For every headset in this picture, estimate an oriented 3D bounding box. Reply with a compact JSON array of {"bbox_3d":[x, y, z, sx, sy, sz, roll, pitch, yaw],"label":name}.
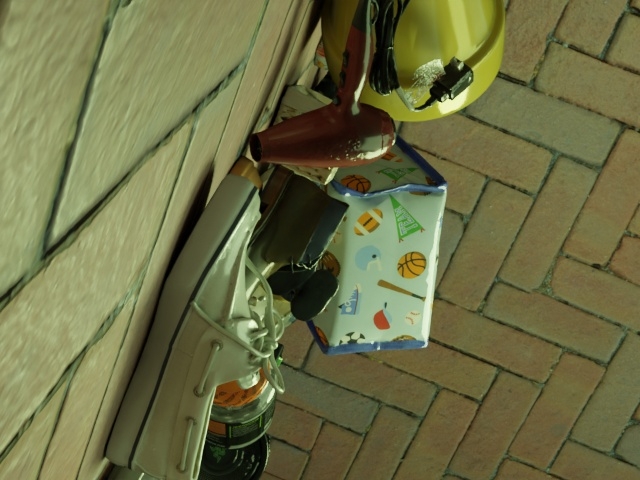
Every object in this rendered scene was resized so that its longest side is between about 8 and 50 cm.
[{"bbox_3d":[-0.121,0.325,1.559,0.243,0.185,0.394,110,4,-61],"label":"headset"}]

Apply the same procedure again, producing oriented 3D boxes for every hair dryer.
[{"bbox_3d":[0.034,-0.189,1.359,0.293,0.223,0.080,-42,-139,-1],"label":"hair dryer"}]

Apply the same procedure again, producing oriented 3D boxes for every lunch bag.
[{"bbox_3d":[0.049,-0.028,1.987,0.385,0.239,0.327,-119,-148,-59],"label":"lunch bag"}]

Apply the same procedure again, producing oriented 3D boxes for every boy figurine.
[{"bbox_3d":[-0.059,0.039,1.649,0.092,0.177,0.285,-45,-162,-2],"label":"boy figurine"}]

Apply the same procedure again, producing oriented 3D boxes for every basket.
[{"bbox_3d":[-0.011,-0.151,1.574,0.103,0.113,0.167,-63,180,10],"label":"basket"}]

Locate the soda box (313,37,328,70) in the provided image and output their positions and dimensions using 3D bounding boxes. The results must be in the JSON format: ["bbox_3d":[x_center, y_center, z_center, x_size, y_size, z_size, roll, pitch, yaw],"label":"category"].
[{"bbox_3d":[0.051,-0.353,1.755,0.063,0.058,0.183,107,7,-77],"label":"soda box"}]

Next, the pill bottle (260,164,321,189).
[{"bbox_3d":[-0.051,-0.069,1.661,0.169,0.094,0.094,-59,171,-82],"label":"pill bottle"}]

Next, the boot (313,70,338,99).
[{"bbox_3d":[0.031,-0.282,1.931,0.099,0.045,0.121,-47,-179,22],"label":"boot"}]

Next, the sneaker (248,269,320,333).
[{"bbox_3d":[-0.127,0.127,1.775,0.297,0.129,0.111,-46,171,-27],"label":"sneaker"}]

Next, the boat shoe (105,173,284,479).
[{"bbox_3d":[-0.104,0.114,1.200,0.136,0.157,0.367,-64,177,-74],"label":"boat shoe"}]

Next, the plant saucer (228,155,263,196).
[{"bbox_3d":[-0.116,-0.004,1.354,0.200,0.037,0.200,23,90,-89],"label":"plant saucer"}]

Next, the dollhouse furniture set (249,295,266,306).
[{"bbox_3d":[-0.118,0.071,1.552,0.114,0.081,0.091,110,3,-65],"label":"dollhouse furniture set"}]

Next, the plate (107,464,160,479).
[{"bbox_3d":[-0.251,0.335,1.449,0.278,0.045,0.277,-65,177,-57],"label":"plate"}]

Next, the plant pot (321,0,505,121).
[{"bbox_3d":[0.120,-0.326,1.464,0.239,0.254,0.254,79,31,-61],"label":"plant pot"}]

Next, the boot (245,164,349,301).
[{"bbox_3d":[-0.048,0.022,1.363,0.082,0.106,0.219,105,8,-80],"label":"boot"}]

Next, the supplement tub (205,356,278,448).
[{"bbox_3d":[-0.111,0.184,1.384,0.190,0.117,0.117,101,11,-66],"label":"supplement tub"}]
